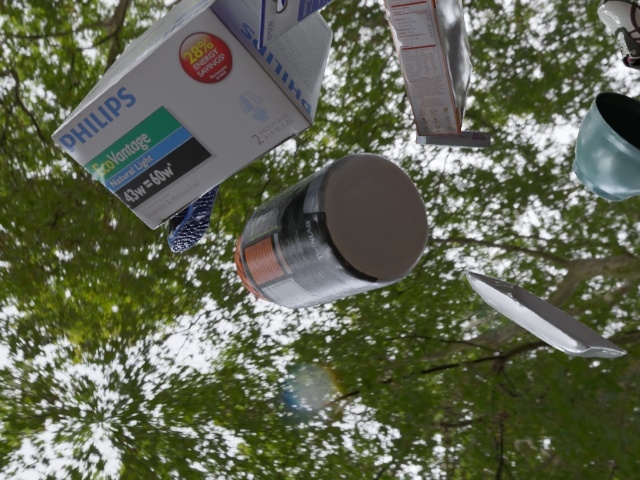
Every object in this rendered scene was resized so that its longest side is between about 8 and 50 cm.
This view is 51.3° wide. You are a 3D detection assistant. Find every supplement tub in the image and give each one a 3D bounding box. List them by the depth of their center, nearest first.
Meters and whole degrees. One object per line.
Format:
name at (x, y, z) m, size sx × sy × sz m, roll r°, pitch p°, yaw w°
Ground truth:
supplement tub at (0.000, 0.000, 1.110) m, size 0.207 × 0.338 × 0.207 m, roll 9°, pitch -107°, yaw -31°

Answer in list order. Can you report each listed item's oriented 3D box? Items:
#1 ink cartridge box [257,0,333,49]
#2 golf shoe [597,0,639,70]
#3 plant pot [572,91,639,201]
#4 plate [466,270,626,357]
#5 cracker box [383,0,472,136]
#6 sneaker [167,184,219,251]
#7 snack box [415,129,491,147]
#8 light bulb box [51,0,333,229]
ink cartridge box at (0.046, -0.410, 0.866) m, size 0.371 × 0.176 × 0.069 m, roll -41°, pitch -102°, yaw -20°
golf shoe at (0.827, -0.530, 1.751) m, size 0.120 × 0.105 × 0.273 m, roll -43°, pitch -102°, yaw -8°
plant pot at (0.806, -0.229, 1.784) m, size 0.293 × 0.196 × 0.293 m, roll 14°, pitch -136°, yaw -14°
plate at (0.447, 0.158, 1.338) m, size 0.277 × 0.278 × 0.045 m, roll 14°, pitch -73°, yaw -50°
cracker box at (0.151, -0.279, 0.899) m, size 0.067 × 0.232 × 0.155 m, roll 0°, pitch -131°, yaw 23°
sneaker at (-0.277, -0.079, 1.395) m, size 0.081 × 0.232 × 0.090 m, roll -8°, pitch -129°, yaw -40°
snack box at (0.286, -0.221, 1.443) m, size 0.141 × 0.100 × 0.037 m, roll 2°, pitch -83°, yaw -5°
light bulb box at (-0.192, -0.267, 1.115) m, size 0.225 × 0.358 × 0.361 m, roll 47°, pitch -150°, yaw -26°
